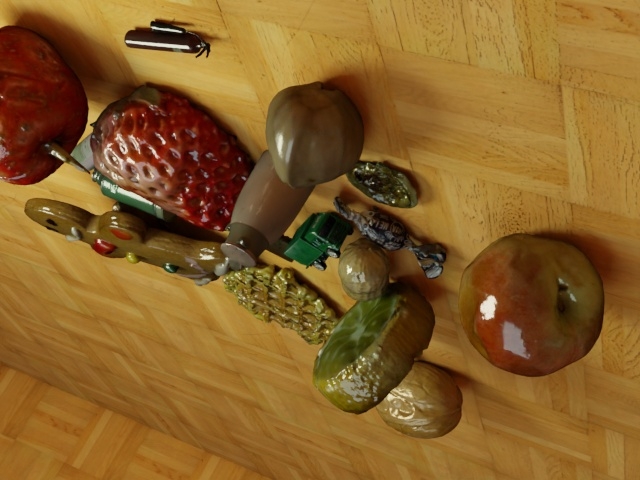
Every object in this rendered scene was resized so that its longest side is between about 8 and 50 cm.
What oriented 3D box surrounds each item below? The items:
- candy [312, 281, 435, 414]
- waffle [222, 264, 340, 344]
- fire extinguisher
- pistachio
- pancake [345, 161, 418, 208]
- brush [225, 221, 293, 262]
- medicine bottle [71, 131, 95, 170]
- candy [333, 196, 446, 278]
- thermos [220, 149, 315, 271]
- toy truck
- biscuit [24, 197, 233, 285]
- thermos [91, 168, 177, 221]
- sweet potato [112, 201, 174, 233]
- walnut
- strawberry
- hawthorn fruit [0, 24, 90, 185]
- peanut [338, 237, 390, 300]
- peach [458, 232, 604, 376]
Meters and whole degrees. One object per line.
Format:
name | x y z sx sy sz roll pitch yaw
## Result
candy | 0.097 0.191 1.949 0.118 0.260 0.260 43 153 -16
waffle | -0.080 0.134 2.277 0.291 0.051 0.291 23 155 11
fire extinguisher | -0.227 -0.305 1.615 0.173 0.035 0.049 12 112 34
pistachio | -0.011 -0.148 1.553 0.138 0.153 0.238 35 -176 10
pancake | 0.098 -0.087 1.690 0.129 0.022 0.116 14 152 40
brush | -0.100 -0.007 1.944 0.036 0.043 0.248 57 -166 26
medicine bottle | -0.417 -0.178 2.030 0.058 0.057 0.199 38 155 -18
candy | 0.111 -0.006 1.797 0.226 0.051 0.094 33 158 -9
thermos | -0.096 -0.038 1.787 0.105 0.193 0.137 28 157 -1
toy truck | 0.000 0.000 1.912 0.079 0.065 0.147 32 156 -8
biscuit | -0.394 0.011 2.197 0.432 0.064 0.283 18 163 -17
thermos | -0.360 -0.103 2.109 0.188 0.083 0.073 22 125 20
sweet potato | -0.360 -0.035 2.233 0.078 0.058 0.255 29 172 35
walnut | 0.202 0.329 2.229 0.207 0.159 0.159 7 148 42
strawberry | -0.245 -0.112 1.863 0.336 0.149 0.265 39 153 -23
hawthorn fruit | -0.519 -0.225 1.809 0.258 0.258 0.262 56 -175 -45
peanut | 0.075 0.054 1.874 0.214 0.090 0.098 81 166 -75
peach | 0.308 0.091 1.604 0.214 0.214 0.235 38 173 -18
